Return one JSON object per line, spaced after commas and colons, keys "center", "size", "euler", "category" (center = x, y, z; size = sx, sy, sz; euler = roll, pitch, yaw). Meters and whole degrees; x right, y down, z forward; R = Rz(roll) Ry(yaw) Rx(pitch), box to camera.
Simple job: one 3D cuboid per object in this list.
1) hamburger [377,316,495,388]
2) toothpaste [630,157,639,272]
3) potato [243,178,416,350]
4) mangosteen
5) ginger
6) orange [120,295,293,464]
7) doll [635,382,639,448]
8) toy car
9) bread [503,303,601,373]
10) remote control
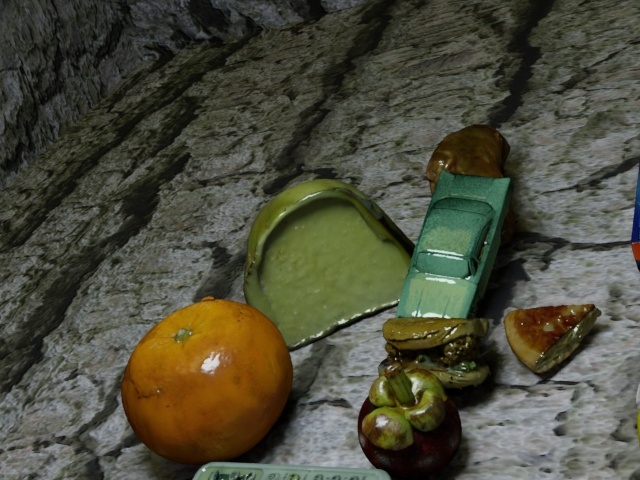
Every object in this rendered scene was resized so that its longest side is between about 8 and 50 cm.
{"center": [0.182, 0.173, 1.584], "size": [0.186, 0.113, 0.177], "euler": [1, -4, -16], "category": "hamburger"}
{"center": [0.578, -0.065, 1.764], "size": [0.076, 0.066, 0.320], "euler": [-10, 31, 26], "category": "toothpaste"}
{"center": [0.000, 0.000, 1.883], "size": [0.330, 0.280, 0.212], "euler": [-25, 29, 1], "category": "potato"}
{"center": [0.131, 0.247, 1.444], "size": [0.146, 0.181, 0.156], "euler": [17, 43, -1], "category": "mangosteen"}
{"center": [0.280, -0.106, 1.976], "size": [0.172, 0.165, 0.321], "euler": [13, 42, -4], "category": "ginger"}
{"center": [-0.179, 0.228, 1.669], "size": [0.284, 0.226, 0.284], "euler": [-23, 27, 13], "category": "orange"}
{"center": [0.460, 0.230, 1.279], "size": [0.199, 0.145, 0.363], "euler": [-54, 8, 50], "category": "doll"}
{"center": [0.223, 0.015, 1.770], "size": [0.141, 0.097, 0.320], "euler": [9, 59, 22], "category": "toy car"}
{"center": [0.341, 0.154, 1.573], "size": [0.154, 0.054, 0.136], "euler": [-13, 27, 33], "category": "bread"}
{"center": [-0.055, 0.379, 1.471], "size": [0.335, 0.065, 0.128], "euler": [-5, 38, 33], "category": "remote control"}
